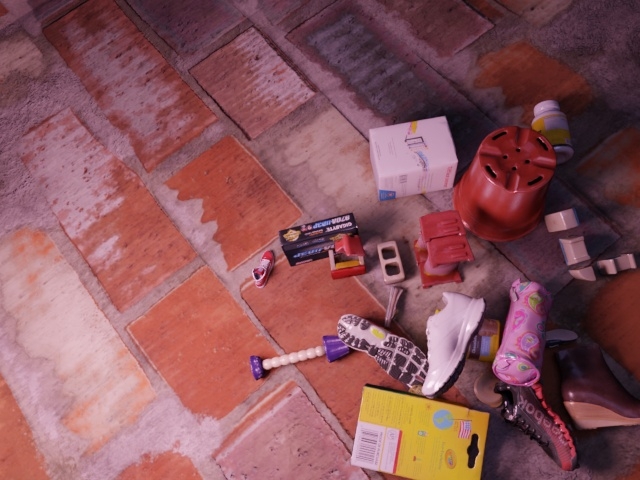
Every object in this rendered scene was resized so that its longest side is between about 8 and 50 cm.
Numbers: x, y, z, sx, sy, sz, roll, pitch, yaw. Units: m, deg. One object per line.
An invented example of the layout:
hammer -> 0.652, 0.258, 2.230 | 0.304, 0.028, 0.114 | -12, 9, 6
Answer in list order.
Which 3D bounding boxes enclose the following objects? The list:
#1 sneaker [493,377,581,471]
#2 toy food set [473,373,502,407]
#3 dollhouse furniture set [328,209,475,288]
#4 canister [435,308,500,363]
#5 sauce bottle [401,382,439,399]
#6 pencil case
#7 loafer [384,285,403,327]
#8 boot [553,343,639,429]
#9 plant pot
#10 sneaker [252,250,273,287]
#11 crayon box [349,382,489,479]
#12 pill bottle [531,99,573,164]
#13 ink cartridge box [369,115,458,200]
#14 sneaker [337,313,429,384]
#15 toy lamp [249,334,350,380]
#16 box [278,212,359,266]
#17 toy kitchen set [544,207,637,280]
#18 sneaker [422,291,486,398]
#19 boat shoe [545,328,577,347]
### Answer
sneaker -> 0.535, 0.455, 1.389 | 0.135, 0.097, 0.276 | -19, 65, -14
toy food set -> 0.452, 0.396, 1.471 | 0.083, 0.020, 0.082 | 23, 73, 15
dollhouse furniture set -> 0.211, 0.052, 1.538 | 0.374, 0.201, 0.152 | -11, 68, 1
canister -> 0.394, 0.262, 1.503 | 0.170, 0.073, 0.126 | 8, 70, 8
sauce bottle -> 0.257, 0.400, 1.481 | 0.128, 0.042, 0.042 | 34, 76, 19
pencil case -> 0.526, 0.233, 1.429 | 0.124, 0.124, 0.284 | 18, 50, 13
loafer -> 0.209, 0.190, 1.570 | 0.039, 0.045, 0.125 | 12, 67, 4
boot -> 0.743, 0.367, 1.411 | 0.249, 0.090, 0.206 | -8, 70, 7
plant pot -> 0.527, -0.168, 1.555 | 0.273, 0.265, 0.272 | -2, 69, 5
sneaker -> -0.171, 0.078, 1.644 | 0.042, 0.067, 0.118 | 9, 70, 10
crayon box -> 0.249, 0.498, 1.400 | 0.319, 0.081, 0.202 | 10, 83, 11
pill bottle -> 0.704, -0.330, 1.686 | 0.103, 0.103, 0.184 | -3, 68, 5
ink cartridge box -> 0.276, -0.245, 1.665 | 0.233, 0.171, 0.168 | -10, 68, 2
sneaker -> 0.177, 0.281, 1.498 | 0.279, 0.118, 0.107 | 35, 97, 10
toy lamp -> -0.054, 0.321, 1.529 | 0.275, 0.080, 0.080 | -16, 68, 1
box -> 0.000, 0.000, 1.597 | 0.220, 0.175, 0.051 | -14, 67, 0
toy kitchen set -> 0.763, 0.000, 1.562 | 0.166, 0.122, 0.207 | -16, 88, 0
sneaker -> 0.324, 0.266, 1.427 | 0.129, 0.111, 0.297 | 21, 67, 23
boat shoe -> 0.629, 0.270, 1.492 | 0.125, 0.038, 0.046 | -6, 26, -2
